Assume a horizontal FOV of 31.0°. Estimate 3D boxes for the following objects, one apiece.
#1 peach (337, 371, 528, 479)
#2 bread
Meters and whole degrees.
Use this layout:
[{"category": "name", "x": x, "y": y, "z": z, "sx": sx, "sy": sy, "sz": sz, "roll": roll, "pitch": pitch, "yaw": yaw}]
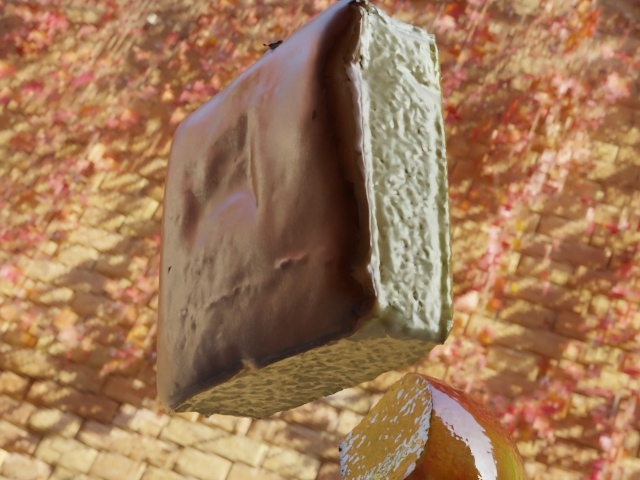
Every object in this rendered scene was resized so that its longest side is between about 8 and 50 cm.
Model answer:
[{"category": "peach", "x": 0.183, "y": 0.357, "z": 1.660, "sx": 0.306, "sy": 0.242, "sz": 0.380, "roll": 48, "pitch": 7, "yaw": -11}, {"category": "bread", "x": -0.024, "y": -0.020, "z": 1.090, "sx": 0.143, "sy": 0.332, "sz": 0.324, "roll": 18, "pitch": -31, "yaw": -33}]
